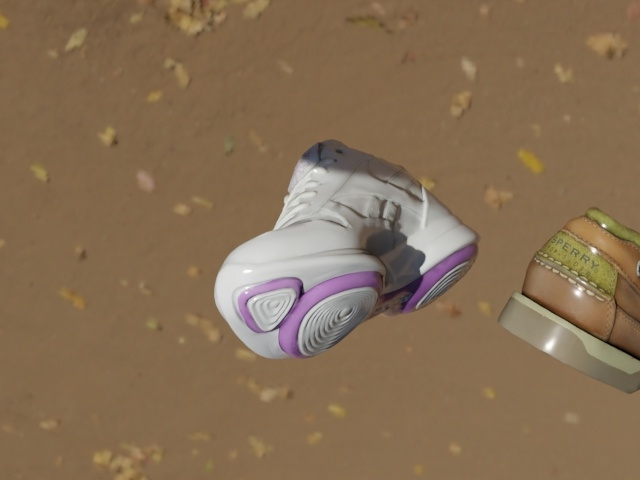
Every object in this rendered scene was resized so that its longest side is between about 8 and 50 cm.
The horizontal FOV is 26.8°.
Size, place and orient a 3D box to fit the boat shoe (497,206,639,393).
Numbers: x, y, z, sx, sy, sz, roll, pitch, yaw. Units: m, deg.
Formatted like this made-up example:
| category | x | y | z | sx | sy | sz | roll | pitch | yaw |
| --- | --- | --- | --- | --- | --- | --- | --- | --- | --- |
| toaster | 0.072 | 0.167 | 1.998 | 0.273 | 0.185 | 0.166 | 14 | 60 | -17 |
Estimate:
| category | x | y | z | sx | sy | sz | roll | pitch | yaw |
| --- | --- | --- | --- | --- | --- | --- | --- | --- | --- |
| boat shoe | 0.243 | 0.057 | 0.968 | 0.111 | 0.104 | 0.307 | 32 | -174 | 33 |

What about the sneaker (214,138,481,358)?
| category | x | y | z | sx | sy | sz | roll | pitch | yaw |
| --- | --- | --- | --- | --- | --- | --- | --- | --- | --- |
| sneaker | 0.000 | 0.000 | 1.030 | 0.152 | 0.305 | 0.114 | 51 | 118 | 16 |
